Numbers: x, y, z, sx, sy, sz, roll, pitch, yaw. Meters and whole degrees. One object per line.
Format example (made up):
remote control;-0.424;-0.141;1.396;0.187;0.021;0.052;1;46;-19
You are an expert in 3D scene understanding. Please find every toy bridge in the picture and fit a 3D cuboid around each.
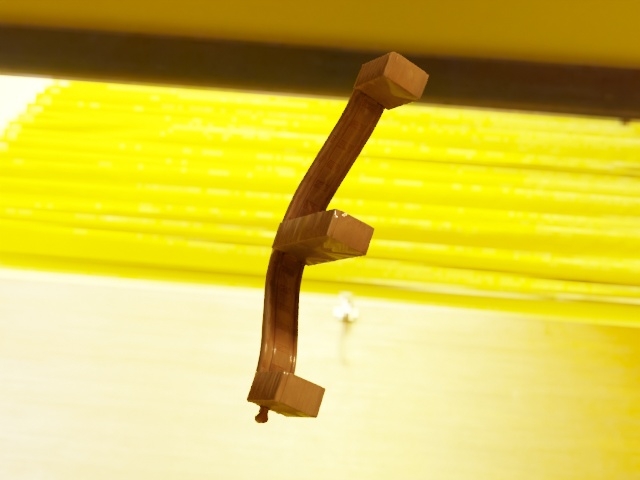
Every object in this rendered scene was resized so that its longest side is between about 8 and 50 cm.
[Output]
toy bridge;0.000;0.000;0.615;0.063;0.026;0.188;-11;56;59
